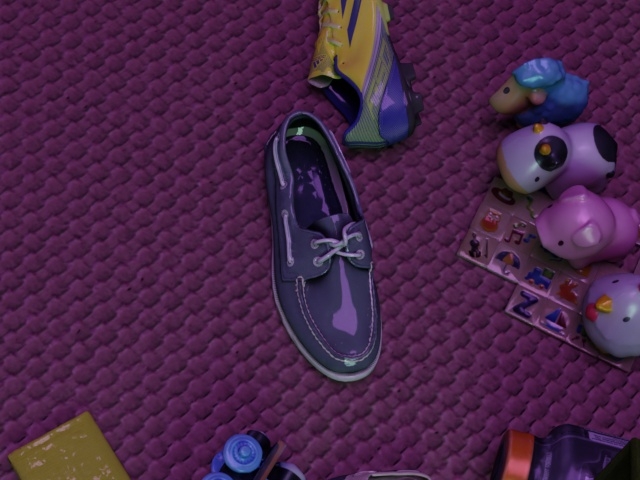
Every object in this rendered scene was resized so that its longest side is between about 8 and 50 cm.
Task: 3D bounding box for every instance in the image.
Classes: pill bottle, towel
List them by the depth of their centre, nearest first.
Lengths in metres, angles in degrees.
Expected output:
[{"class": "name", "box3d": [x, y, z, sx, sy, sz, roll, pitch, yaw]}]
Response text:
[{"class": "towel", "box3d": [-0.225, 0.298, 1.483, 0.102, 0.021, 0.237, -28, 70, -24]}, {"class": "pill bottle", "box3d": [0.303, 0.270, 1.497, 0.245, 0.130, 0.130, 14, 64, 1]}]

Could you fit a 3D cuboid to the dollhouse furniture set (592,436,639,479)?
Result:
[{"class": "dollhouse furniture set", "box3d": [0.316, 0.359, 1.295, 0.197, 0.151, 0.301, 36, 26, -6]}]

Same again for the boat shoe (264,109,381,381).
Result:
[{"class": "boat shoe", "box3d": [0.000, 0.000, 1.604, 0.116, 0.099, 0.319, -8, 66, -11]}]

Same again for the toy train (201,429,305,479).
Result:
[{"class": "toy train", "box3d": [-0.086, 0.284, 1.471, 0.105, 0.080, 0.184, 34, 58, -1]}]

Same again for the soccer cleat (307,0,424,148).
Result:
[{"class": "soccer cleat", "box3d": [0.032, -0.242, 1.727, 0.121, 0.093, 0.289, -16, 67, -6]}]

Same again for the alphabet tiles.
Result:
[{"class": "alphabet tiles", "box3d": [0.289, 0.022, 1.679, 0.237, 0.009, 0.198, 26, 65, 6]}]

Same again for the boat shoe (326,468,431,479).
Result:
[{"class": "boat shoe", "box3d": [0.051, 0.268, 1.515, 0.137, 0.043, 0.049, -5, 68, -8]}]

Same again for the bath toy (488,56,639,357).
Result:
[{"class": "bath toy", "box3d": [0.303, -0.036, 1.632, 0.151, 0.129, 0.348, -13, 68, -13]}]
